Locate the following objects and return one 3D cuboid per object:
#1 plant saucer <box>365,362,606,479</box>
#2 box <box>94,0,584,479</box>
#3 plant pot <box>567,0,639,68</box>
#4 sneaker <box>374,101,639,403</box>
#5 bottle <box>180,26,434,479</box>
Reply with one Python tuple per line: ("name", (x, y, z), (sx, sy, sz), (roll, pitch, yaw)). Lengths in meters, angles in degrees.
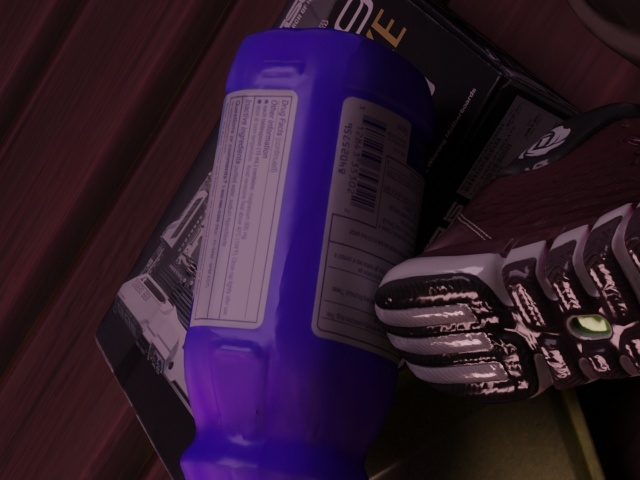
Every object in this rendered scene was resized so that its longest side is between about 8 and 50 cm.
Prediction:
("plant saucer", (0.063, 0.144, 0.857), (0.188, 0.045, 0.188), (-34, 43, 21))
("box", (0.000, 0.000, 1.038), (0.307, 0.076, 0.242), (-58, 34, 13))
("plant pot", (0.158, -0.255, 0.786), (0.323, 0.280, 0.323), (-35, 42, 39))
("sneaker", (0.168, -0.014, 0.787), (0.281, 0.106, 0.162), (-3, 37, 35))
("bottle", (-0.011, 0.044, 0.859), (0.092, 0.118, 0.283), (3, 79, 27))
